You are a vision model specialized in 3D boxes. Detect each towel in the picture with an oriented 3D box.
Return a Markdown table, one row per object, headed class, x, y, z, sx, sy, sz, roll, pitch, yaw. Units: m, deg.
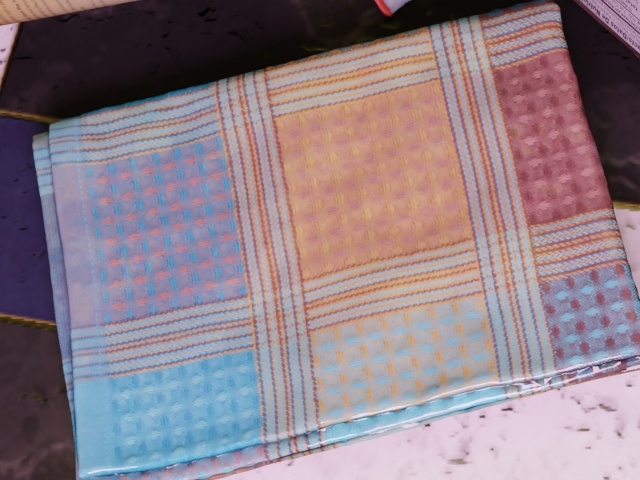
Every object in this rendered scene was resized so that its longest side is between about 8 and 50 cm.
| class | x | y | z | sx | sy | sz | roll | pitch | yaw |
| --- | --- | --- | --- | --- | --- | --- | --- | --- | --- |
| towel | 0.000 | 0.000 | 0.938 | 0.370 | 0.040 | 0.271 | -15 | 67 | 8 |

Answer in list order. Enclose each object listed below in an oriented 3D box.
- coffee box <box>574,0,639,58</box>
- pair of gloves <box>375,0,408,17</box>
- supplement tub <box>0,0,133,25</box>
| class | x | y | z | sx | sy | sz | roll | pitch | yaw |
| --- | --- | --- | --- | --- | --- | --- | --- | --- | --- |
| coffee box | 0.256 | -0.246 | 0.904 | 0.168 | 0.297 | 0.119 | -38 | 66 | -10 |
| pair of gloves | 0.068 | -0.260 | 1.075 | 0.159 | 0.023 | 0.198 | -31 | 69 | -8 |
| supplement tub | -0.198 | -0.265 | 0.989 | 0.316 | 0.228 | 0.228 | -11 | 67 | 0 |
